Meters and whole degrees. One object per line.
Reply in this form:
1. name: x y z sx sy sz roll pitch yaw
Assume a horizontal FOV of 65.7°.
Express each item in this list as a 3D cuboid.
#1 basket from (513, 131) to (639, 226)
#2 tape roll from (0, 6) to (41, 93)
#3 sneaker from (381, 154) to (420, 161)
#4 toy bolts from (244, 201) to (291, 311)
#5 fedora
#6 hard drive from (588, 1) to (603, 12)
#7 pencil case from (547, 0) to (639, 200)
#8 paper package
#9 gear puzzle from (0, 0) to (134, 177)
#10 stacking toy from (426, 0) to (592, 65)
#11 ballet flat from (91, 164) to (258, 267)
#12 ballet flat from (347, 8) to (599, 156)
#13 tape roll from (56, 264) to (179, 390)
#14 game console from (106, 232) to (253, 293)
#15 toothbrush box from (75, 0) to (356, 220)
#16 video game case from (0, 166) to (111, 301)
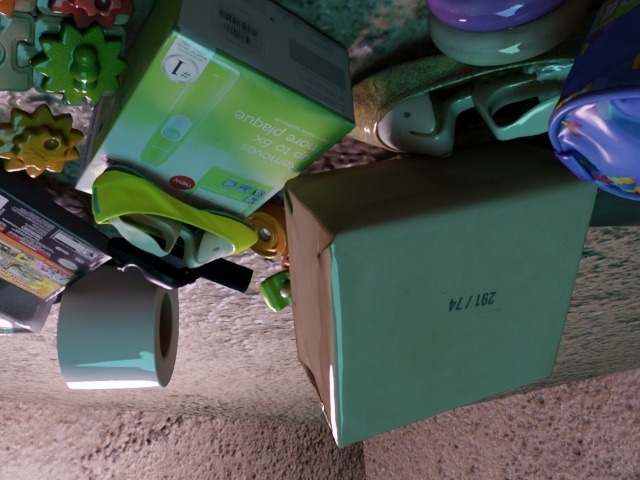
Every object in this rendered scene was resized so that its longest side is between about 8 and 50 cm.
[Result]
1. basket: 0.394 -0.088 0.690 0.227 0.154 0.204 3 178 -21
2. tape roll: -0.359 -0.232 0.440 0.220 0.072 0.219 -2 150 -1
3. sneaker: 0.214 -0.046 0.771 0.321 0.126 0.127 12 153 -21
4. toy bolts: 0.000 0.000 0.880 0.229 0.158 0.218 -11 111 34
5. fedora: -0.636 0.116 0.986 0.244 0.124 0.275 3 150 -12
6. hard drive: 0.295 -0.212 0.586 0.094 0.022 0.135 -8 150 9
7. pencil case: 0.273 -0.172 0.389 0.119 0.306 0.133 37 156 -18
8. paper package: 0.137 0.056 0.621 0.325 0.168 0.309 -12 119 -16
9. gear puzzle: -0.244 -0.179 0.421 0.176 0.044 0.338 -10 143 -40
10. stacking toy: 0.115 -0.289 0.333 0.141 0.141 0.330 -12 145 17
11. ballet flat: -0.171 -0.010 0.605 0.077 0.077 0.231 -22 147 32
12. ballet flat: 0.169 -0.153 0.556 0.349 0.123 0.123 -10 151 25
13. tape roll: -0.387 0.169 0.983 0.169 0.246 0.246 0 151 -6
14. game console: -0.209 0.033 0.750 0.213 0.043 0.361 21 178 -6
15. toothbrush box: -0.129 -0.139 0.579 0.206 0.122 0.283 19 146 -35
16. video game case: -0.502 -0.017 0.783 0.248 0.035 0.275 -26 128 34
